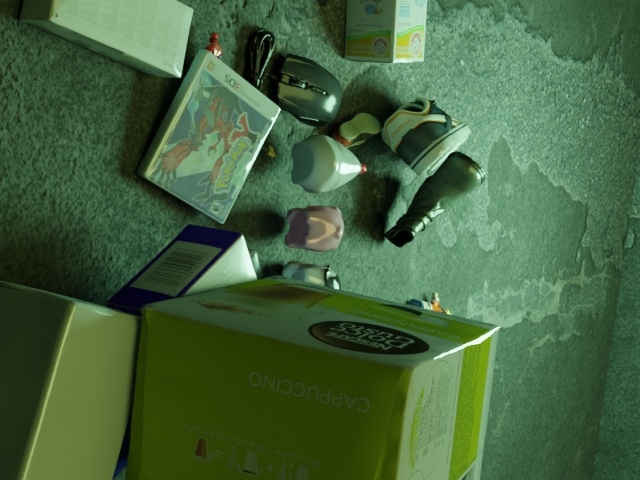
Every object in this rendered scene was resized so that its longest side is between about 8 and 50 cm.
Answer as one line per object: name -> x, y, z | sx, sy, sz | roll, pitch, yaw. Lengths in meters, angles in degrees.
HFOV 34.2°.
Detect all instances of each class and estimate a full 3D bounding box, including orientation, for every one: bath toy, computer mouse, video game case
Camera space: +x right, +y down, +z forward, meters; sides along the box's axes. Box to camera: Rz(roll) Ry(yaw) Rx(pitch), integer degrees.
bath toy -> 0.000, 0.000, 1.720 | 0.129, 0.151, 0.348 | 3, 97, -33
computer mouse -> -0.038, -0.214, 1.686 | 0.262, 0.060, 0.184 | 26, 76, -56
video game case -> -0.157, -0.147, 1.512 | 0.183, 0.023, 0.201 | 33, 81, -50

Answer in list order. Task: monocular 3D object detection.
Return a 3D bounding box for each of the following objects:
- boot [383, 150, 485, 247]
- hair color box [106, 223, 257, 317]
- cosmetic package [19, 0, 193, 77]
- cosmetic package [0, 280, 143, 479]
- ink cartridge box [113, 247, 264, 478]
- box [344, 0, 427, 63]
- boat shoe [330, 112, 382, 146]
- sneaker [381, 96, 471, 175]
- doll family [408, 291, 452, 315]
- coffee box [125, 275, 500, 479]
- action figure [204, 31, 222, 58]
boot -> 0.212, -0.064, 1.962 | 0.161, 0.083, 0.246 | -51, -178, -21
hair color box -> -0.154, 0.168, 1.455 | 0.185, 0.110, 0.338 | -48, 134, -39
cosmetic package -> -0.265, -0.285, 1.316 | 0.239, 0.061, 0.098 | 17, 81, -57
cosmetic package -> -0.357, 0.243, 1.180 | 0.156, 0.217, 0.384 | 28, 77, -58
ink cartridge box -> -0.201, 0.180, 1.545 | 0.371, 0.069, 0.175 | -44, 133, -39
box -> 0.117, -0.415, 1.830 | 0.114, 0.103, 0.203 | -14, 110, -55
boat shoe -> 0.062, -0.193, 1.865 | 0.043, 0.049, 0.137 | -48, 169, 35
sneaker -> 0.203, -0.207, 1.995 | 0.126, 0.127, 0.321 | -45, 175, 13
doll family -> 0.255, 0.246, 2.206 | 0.163, 0.118, 0.262 | 18, 84, -57
coffee box -> -0.006, 0.251, 1.266 | 0.334, 0.338, 0.338 | -8, 107, -64
action figure -> -0.166, -0.245, 1.508 | 0.038, 0.030, 0.115 | 10, 96, -62
